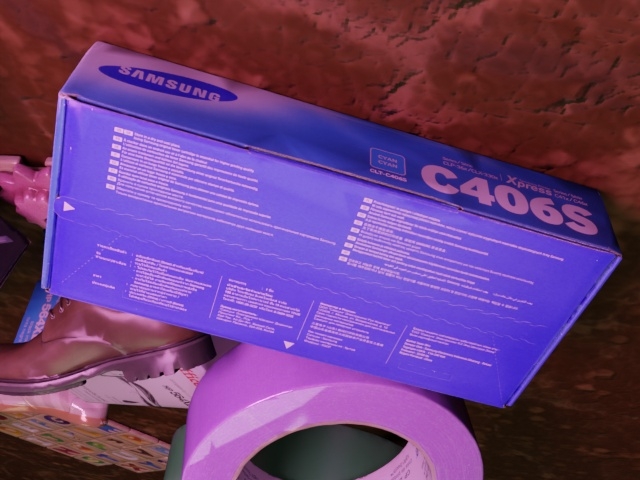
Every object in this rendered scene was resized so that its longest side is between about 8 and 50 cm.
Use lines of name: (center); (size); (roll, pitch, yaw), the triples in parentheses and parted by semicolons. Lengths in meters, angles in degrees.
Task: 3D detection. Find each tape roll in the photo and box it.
tape roll: (-0.035, 0.311, 0.975); (0.321, 0.077, 0.321); (6, 148, 4)
tape roll: (0.009, 0.206, 0.731); (0.275, 0.090, 0.274); (-3, 123, -4)

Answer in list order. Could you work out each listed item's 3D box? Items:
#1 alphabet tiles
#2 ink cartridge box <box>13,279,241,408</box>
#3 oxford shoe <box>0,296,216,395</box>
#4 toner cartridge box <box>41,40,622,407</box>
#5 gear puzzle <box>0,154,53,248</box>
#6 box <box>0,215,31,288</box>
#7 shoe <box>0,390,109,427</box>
alphabet tiles: (-0.405, 0.341, 1.326); (0.285, 0.011, 0.343); (-20, 138, 41)
ink cartridge box: (-0.182, 0.110, 0.798); (0.203, 0.085, 0.148); (-1, 147, 20)
oxford shoe: (-0.207, 0.078, 0.675); (0.227, 0.096, 0.083); (-13, -173, 10)
toner cartridge box: (0.000, 0.000, 0.524); (0.348, 0.075, 0.165); (16, 128, -8)
gear puzzle: (-0.090, 0.003, 0.631); (0.339, 0.044, 0.175); (3, 148, 12)
box: (-0.429, -0.025, 0.619); (0.293, 0.073, 0.295); (-22, 125, 40)
shoe: (-0.391, 0.210, 1.070); (0.219, 0.058, 0.076); (8, 180, 13)
